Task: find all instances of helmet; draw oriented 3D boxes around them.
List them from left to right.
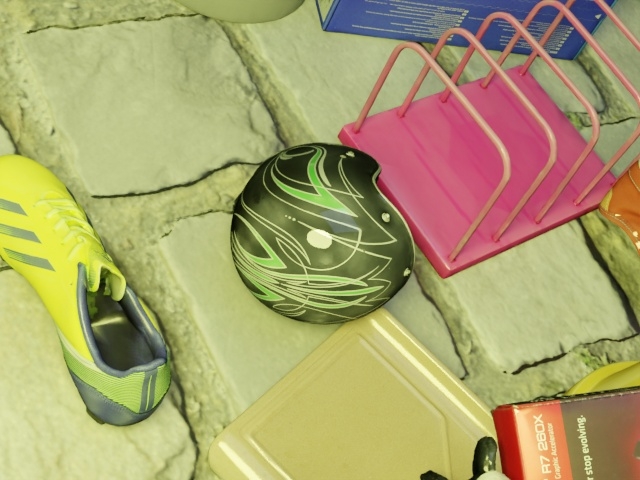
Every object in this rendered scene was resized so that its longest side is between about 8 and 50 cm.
[{"bbox_3d":[0.000,0.000,1.218,0.169,0.169,0.161,12,35,-16],"label":"helmet"}]

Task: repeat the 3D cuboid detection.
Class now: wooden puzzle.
[{"bbox_3d":[0.048,0.200,1.177,0.221,0.044,0.238,44,55,10],"label":"wooden puzzle"}]

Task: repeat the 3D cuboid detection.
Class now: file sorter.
[{"bbox_3d":[0.212,-0.131,1.394,0.290,0.182,0.202,-22,67,-34],"label":"file sorter"}]

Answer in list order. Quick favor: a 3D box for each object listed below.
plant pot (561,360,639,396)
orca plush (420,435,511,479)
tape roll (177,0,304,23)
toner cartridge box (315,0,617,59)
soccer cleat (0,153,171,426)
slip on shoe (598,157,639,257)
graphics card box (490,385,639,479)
[{"bbox_3d":[0.344,0.198,1.178,0.254,0.239,0.254,12,52,-15],"label":"plant pot"},{"bbox_3d":[0.094,0.226,1.004,0.102,0.287,0.151,-7,96,-3],"label":"orca plush"},{"bbox_3d":[-0.102,-0.354,1.490,0.219,0.072,0.219,12,52,-15],"label":"tape roll"},{"bbox_3d":[0.181,-0.308,1.522,0.348,0.165,0.075,3,55,-23],"label":"toner cartridge box"},{"bbox_3d":[-0.210,0.025,1.133,0.093,0.121,0.289,-17,64,-32],"label":"soccer cleat"},{"bbox_3d":[0.419,0.062,1.409,0.331,0.101,0.123,58,25,6],"label":"slip on shoe"},{"bbox_3d":[0.333,0.215,0.985,0.371,0.094,0.233,-7,81,-2],"label":"graphics card box"}]
